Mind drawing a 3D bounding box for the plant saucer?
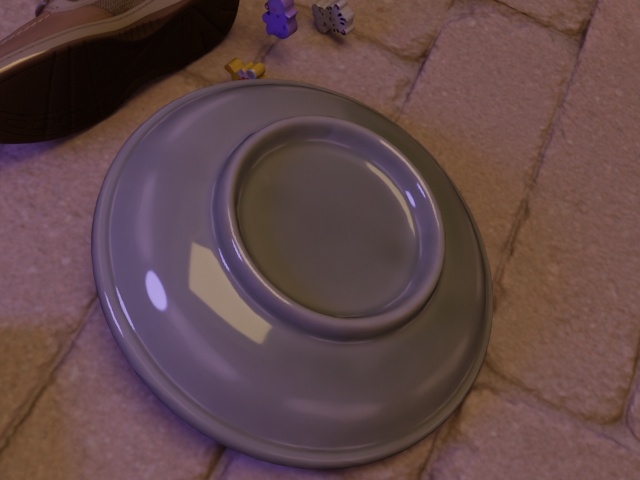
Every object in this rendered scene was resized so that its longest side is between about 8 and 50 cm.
[{"bbox_3d":[0.000,0.000,0.829,0.400,0.100,0.401,10,62,-19],"label":"plant saucer"}]

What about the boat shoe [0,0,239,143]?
[{"bbox_3d":[-0.235,-0.207,0.928,0.110,0.122,0.341,40,48,16],"label":"boat shoe"}]

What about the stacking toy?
[{"bbox_3d":[-0.053,-0.278,0.967,0.052,0.221,0.167,16,48,40],"label":"stacking toy"}]
